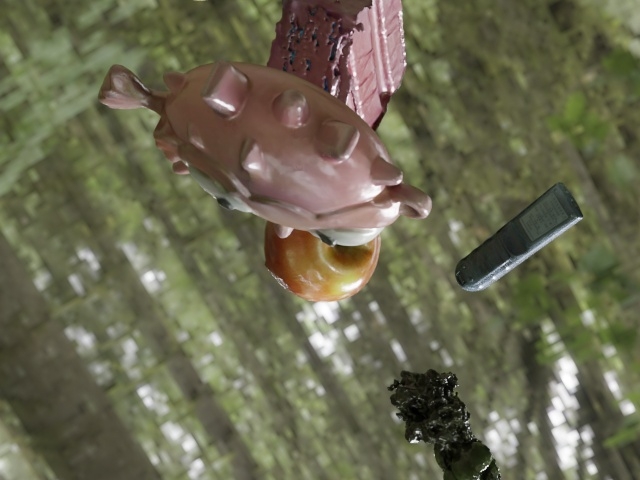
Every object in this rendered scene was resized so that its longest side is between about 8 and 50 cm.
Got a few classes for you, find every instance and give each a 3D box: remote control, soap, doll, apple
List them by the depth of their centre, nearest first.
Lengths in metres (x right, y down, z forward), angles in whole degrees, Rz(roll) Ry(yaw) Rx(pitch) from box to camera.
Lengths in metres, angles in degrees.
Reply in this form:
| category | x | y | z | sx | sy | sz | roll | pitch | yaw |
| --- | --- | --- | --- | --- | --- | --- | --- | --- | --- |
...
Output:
| category | x | y | z | sx | sy | sz | roll | pitch | yaw |
| --- | --- | --- | --- | --- | --- | --- | --- | --- | --- |
| doll | -0.041 | -0.069 | 1.242 | 0.211 | 0.262 | 0.093 | 96 | 18 | -70 |
| remote control | 0.195 | 0.002 | 1.721 | 0.152 | 0.043 | 0.027 | -40 | 154 | 28 |
| soap | 0.022 | -0.199 | 1.869 | 0.162 | 0.099 | 0.250 | -56 | 163 | -18 |
| apple | 0.000 | 0.000 | 2.225 | 0.163 | 0.163 | 0.139 | -38 | -159 | -25 |

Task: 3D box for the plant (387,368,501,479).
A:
| category | x | y | z | sx | sy | sz | roll | pitch | yaw |
| --- | --- | --- | --- | --- | --- | --- | --- | --- | --- |
| plant | 0.142 | 0.214 | 1.890 | 0.085 | 0.174 | 0.087 | -32 | -177 | 3 |
